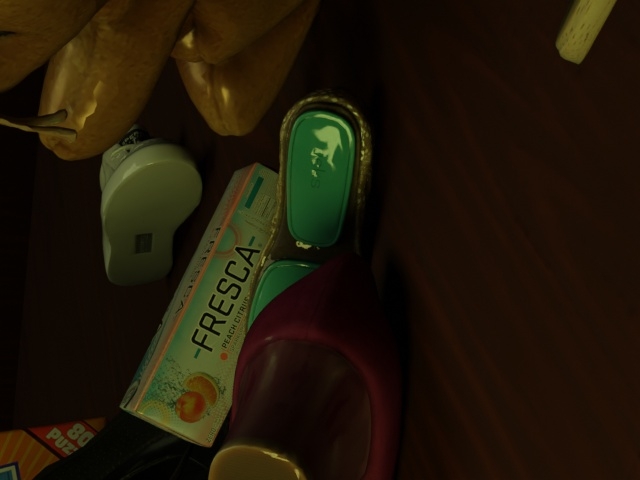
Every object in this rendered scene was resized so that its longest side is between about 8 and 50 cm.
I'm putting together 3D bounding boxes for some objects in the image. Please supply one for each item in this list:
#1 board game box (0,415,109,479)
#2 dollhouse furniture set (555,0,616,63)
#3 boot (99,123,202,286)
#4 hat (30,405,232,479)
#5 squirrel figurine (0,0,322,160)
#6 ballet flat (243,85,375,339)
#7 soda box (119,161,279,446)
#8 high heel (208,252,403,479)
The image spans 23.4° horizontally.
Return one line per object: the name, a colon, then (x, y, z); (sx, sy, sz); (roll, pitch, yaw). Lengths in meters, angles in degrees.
board game box: (-0.316, 0.409, 1.289); (0.356, 0.356, 0.357); (85, 176, -54)
dollhouse furniture set: (0.025, -0.176, 0.605); (0.161, 0.212, 0.242); (113, -179, -47)
boot: (-0.177, -0.061, 1.485); (0.258, 0.095, 0.123); (119, 142, -60)
hat: (-0.107, 0.219, 1.082); (0.134, 0.331, 0.331); (52, 175, -18)
squirrel figurine: (-0.121, -0.235, 0.870); (0.397, 0.281, 0.370); (-53, -6, 18)
ballet flat: (0.000, 0.000, 0.944); (0.067, 0.073, 0.206); (-59, -15, -62)
soda box: (-0.064, 0.041, 1.019); (0.183, 0.058, 0.063); (-64, 13, -11)
high heel: (-0.007, 0.196, 0.917); (0.181, 0.127, 0.377); (-62, -15, -51)
